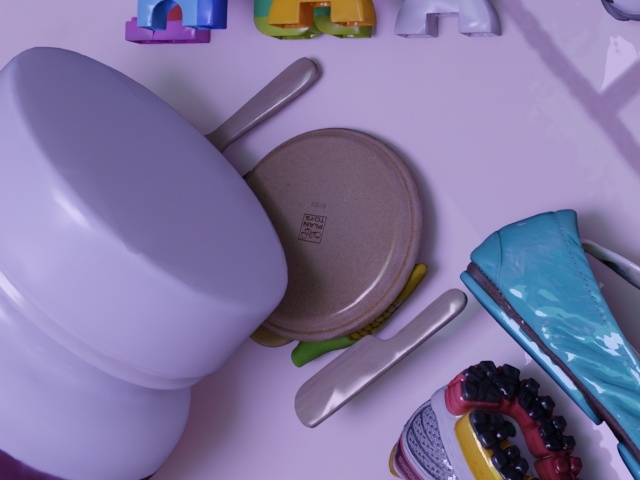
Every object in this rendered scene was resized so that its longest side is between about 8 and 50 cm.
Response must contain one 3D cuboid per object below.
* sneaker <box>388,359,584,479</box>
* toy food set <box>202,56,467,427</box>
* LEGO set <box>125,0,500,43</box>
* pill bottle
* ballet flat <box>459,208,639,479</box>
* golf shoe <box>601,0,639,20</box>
[{"bbox_3d":[0.115,0.178,1.022,0.092,0.088,0.225,-38,73,40],"label":"sneaker"},{"bbox_3d":[0.000,0.000,1.098,0.132,0.038,0.192,-37,63,13],"label":"toy food set"},{"bbox_3d":[-0.019,-0.162,1.080,0.227,0.087,0.093,2,89,23],"label":"LEGO set"},{"bbox_3d":[-0.214,0.094,1.073,0.392,0.224,0.224,-44,72,21],"label":"pill bottle"},{"bbox_3d":[0.174,0.082,0.992,0.087,0.083,0.247,-38,76,4],"label":"ballet flat"},{"bbox_3d":[0.158,-0.213,0.999,0.077,0.094,0.198,-11,82,25],"label":"golf shoe"}]
